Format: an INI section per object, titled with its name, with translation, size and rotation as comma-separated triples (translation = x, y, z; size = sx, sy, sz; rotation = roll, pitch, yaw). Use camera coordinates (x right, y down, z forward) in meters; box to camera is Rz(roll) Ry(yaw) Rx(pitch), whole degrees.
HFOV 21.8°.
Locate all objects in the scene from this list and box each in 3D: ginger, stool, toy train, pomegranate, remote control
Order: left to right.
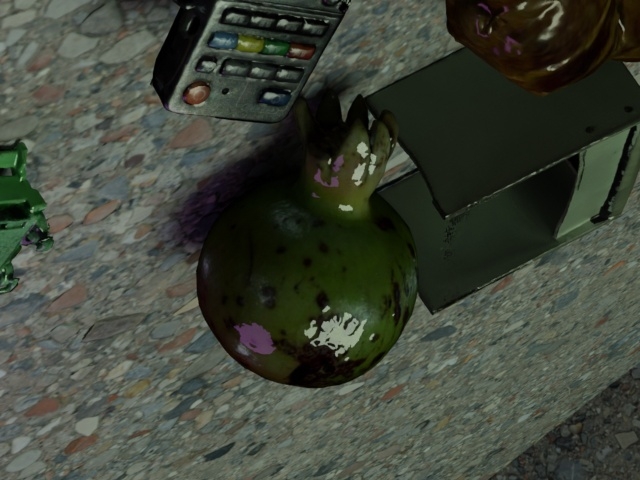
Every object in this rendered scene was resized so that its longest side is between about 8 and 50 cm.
[toy train]
translation = -0.294, -0.009, 1.424
size = 0.099, 0.081, 0.149
rotation = -10, 155, -45
[remote control]
translation = -0.007, -0.256, 1.227
size = 0.145, 0.062, 0.398
rotation = 4, 131, -37
[pomegranate]
translation = 0.002, -0.002, 1.700
size = 0.242, 0.242, 0.306
rotation = 9, 102, -60
[stool]
translation = 0.197, -0.089, 1.802
size = 0.270, 0.170, 0.243
rotation = -28, 157, -13
[ginger]
translation = 0.252, -0.256, 1.541
size = 0.357, 0.152, 0.274
rotation = -19, 154, -36
